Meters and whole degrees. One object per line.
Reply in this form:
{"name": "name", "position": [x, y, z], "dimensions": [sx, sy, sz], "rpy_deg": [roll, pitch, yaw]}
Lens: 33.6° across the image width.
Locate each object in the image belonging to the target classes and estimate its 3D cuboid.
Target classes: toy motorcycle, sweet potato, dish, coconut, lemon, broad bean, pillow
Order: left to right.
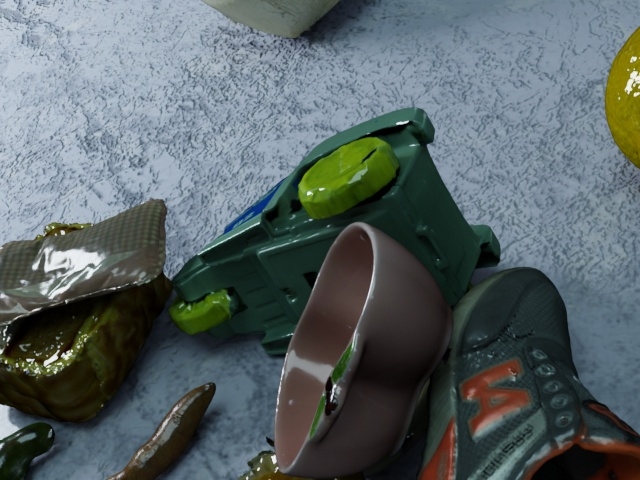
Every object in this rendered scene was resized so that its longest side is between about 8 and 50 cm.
{"name": "broad bean", "position": [-0.412, 0.236, 1.063], "dimensions": [0.292, 0.049, 0.144], "rpy_deg": [-1, 52, 19]}
{"name": "pillow", "position": [-0.256, 0.025, 1.090], "dimensions": [0.211, 0.034, 0.135], "rpy_deg": [-16, 42, 8]}
{"name": "sweet potato", "position": [-0.160, 0.204, 1.004], "dimensions": [0.179, 0.044, 0.044], "rpy_deg": [-45, 47, -13]}
{"name": "coconut", "position": [-0.063, -0.401, 1.440], "dimensions": [0.245, 0.247, 0.245], "rpy_deg": [-16, 64, 35]}
{"name": "toy motorcycle", "position": [0.000, 0.000, 1.059], "dimensions": [0.326, 0.191, 0.200], "rpy_deg": [-15, 29, 36]}
{"name": "dish", "position": [0.039, 0.095, 0.853], "dimensions": [0.090, 0.213, 0.213], "rpy_deg": [20, 45, -12]}
{"name": "lemon", "position": [0.378, -0.148, 1.030], "dimensions": [0.187, 0.187, 0.244], "rpy_deg": [24, 54, 38]}

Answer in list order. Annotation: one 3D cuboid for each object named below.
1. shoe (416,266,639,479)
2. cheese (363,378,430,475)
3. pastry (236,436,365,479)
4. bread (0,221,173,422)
{"name": "shoe", "position": [0.178, 0.147, 0.820], "dimensions": [0.171, 0.132, 0.336], "rpy_deg": [-17, 40, 39]}
{"name": "cheese", "position": [0.089, 0.134, 0.971], "dimensions": [0.192, 0.037, 0.097], "rpy_deg": [-34, 45, -11]}
{"name": "pastry", "position": [-0.021, 0.241, 0.879], "dimensions": [0.153, 0.081, 0.153], "rpy_deg": [-5, 48, 5]}
{"name": "bread", "position": [-0.263, 0.080, 1.128], "dimensions": [0.181, 0.096, 0.222], "rpy_deg": [5, 47, 25]}
